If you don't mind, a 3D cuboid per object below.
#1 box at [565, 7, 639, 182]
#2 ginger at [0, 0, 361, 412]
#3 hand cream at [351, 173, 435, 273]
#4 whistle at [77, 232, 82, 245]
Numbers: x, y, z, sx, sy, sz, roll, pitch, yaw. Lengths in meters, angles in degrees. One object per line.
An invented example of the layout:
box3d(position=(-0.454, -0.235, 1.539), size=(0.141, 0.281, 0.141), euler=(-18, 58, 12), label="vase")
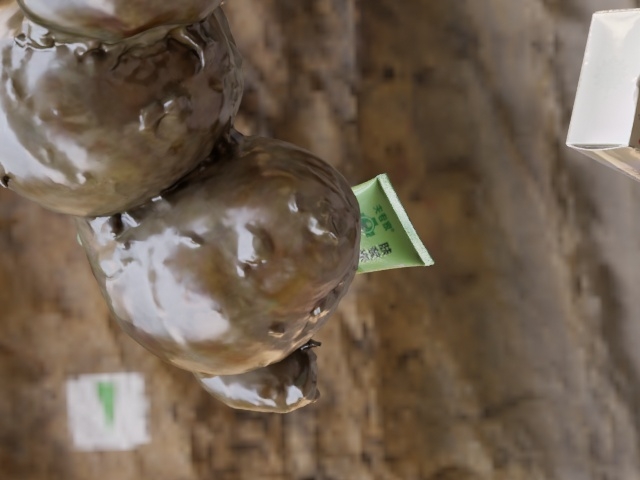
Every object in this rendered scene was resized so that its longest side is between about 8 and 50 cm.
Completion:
box3d(position=(0.393, -0.152, 2.108), size=(0.095, 0.212, 0.168), euler=(0, 74, 46), label="box")
box3d(position=(-0.091, -0.047, 1.074), size=(0.176, 0.256, 0.375), euler=(-46, -60, -36), label="ginger")
box3d(position=(0.000, 0.000, 1.536), size=(0.095, 0.175, 0.046), euler=(61, -144, -26), label="hand cream")
box3d(position=(-0.197, -0.085, 1.554), size=(0.067, 0.126, 0.258), euler=(54, 157, 35), label="whistle")
